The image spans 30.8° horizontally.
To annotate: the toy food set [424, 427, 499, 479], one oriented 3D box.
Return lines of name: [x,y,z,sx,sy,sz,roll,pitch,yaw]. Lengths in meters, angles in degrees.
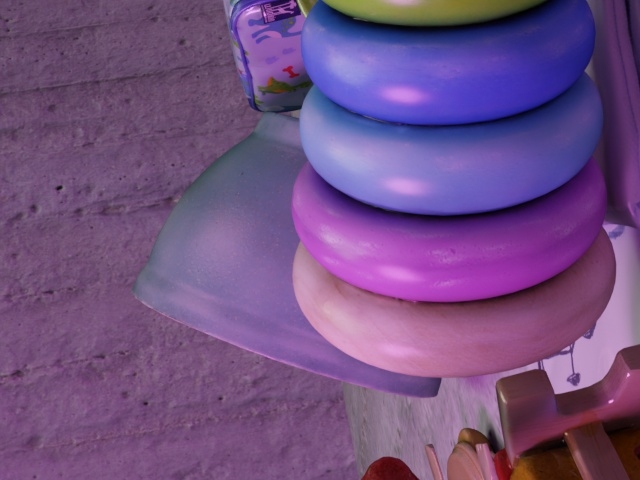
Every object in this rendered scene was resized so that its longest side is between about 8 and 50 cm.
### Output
toy food set: [0.142,0.223,0.979,0.192,0.038,0.132,131,124,-77]

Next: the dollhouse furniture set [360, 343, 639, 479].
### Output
dollhouse furniture set: [0.090,0.238,0.390,0.152,0.201,0.374,87,168,-48]

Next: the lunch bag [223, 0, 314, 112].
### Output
lunch bag: [0.002,-0.206,1.079,0.219,0.176,0.090,88,168,-69]

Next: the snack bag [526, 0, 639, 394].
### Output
snack bag: [0.132,-0.006,0.640,0.323,0.037,0.343,150,112,-85]

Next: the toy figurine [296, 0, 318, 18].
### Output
toy figurine: [0.066,-0.234,0.807,0.159,0.130,0.173,127,161,-65]

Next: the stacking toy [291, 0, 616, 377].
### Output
stacking toy: [0.046,-0.116,0.435,0.141,0.141,0.330,-105,9,-59]

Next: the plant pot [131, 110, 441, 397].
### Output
plant pot: [0.000,0.000,1.055,0.293,0.293,0.196,-145,75,-84]
